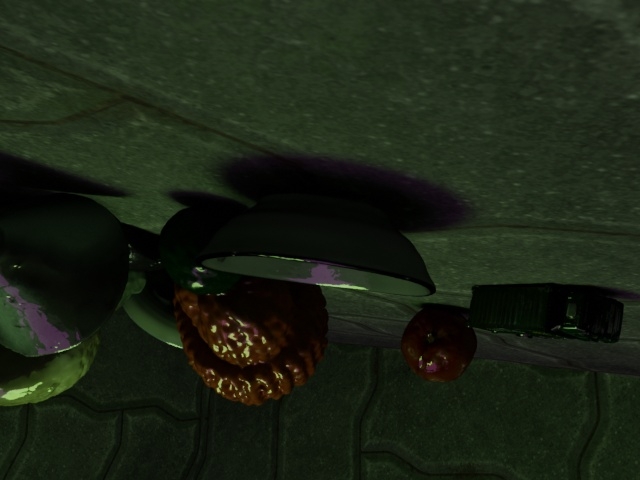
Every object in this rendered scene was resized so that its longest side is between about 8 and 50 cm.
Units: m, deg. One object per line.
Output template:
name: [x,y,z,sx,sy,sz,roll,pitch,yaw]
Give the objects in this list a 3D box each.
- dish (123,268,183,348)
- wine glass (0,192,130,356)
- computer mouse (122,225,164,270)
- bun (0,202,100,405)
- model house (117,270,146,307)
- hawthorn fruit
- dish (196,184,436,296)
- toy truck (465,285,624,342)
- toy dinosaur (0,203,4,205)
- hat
dish: [-0.281,0.102,1.706,0.273,0.133,0.273,24,-155,-12]
wine glass: [-0.460,-0.005,1.033,0.267,0.267,0.406,7,166,16]
computer mouse: [-0.361,0.021,1.525,0.122,0.073,0.217,6,172,30]
bun: [-0.530,0.118,1.346,0.353,0.349,0.227,31,152,7]
model house: [-0.543,0.163,1.585,0.267,0.324,0.194,22,-178,19]
hawthorn fruit: [0.270,0.239,1.832,0.179,0.179,0.200,6,171,17]
dish: [0.000,0.000,1.022,0.317,0.106,0.316,8,171,1]
toy truck: [0.392,0.129,1.392,0.121,0.088,0.259,16,169,-31]
toy dinosaur: [-0.599,-0.049,1.452,0.058,0.037,0.180,3,174,-5]
hat: [-0.111,0.089,1.276,0.285,0.285,0.400,9,156,2]
